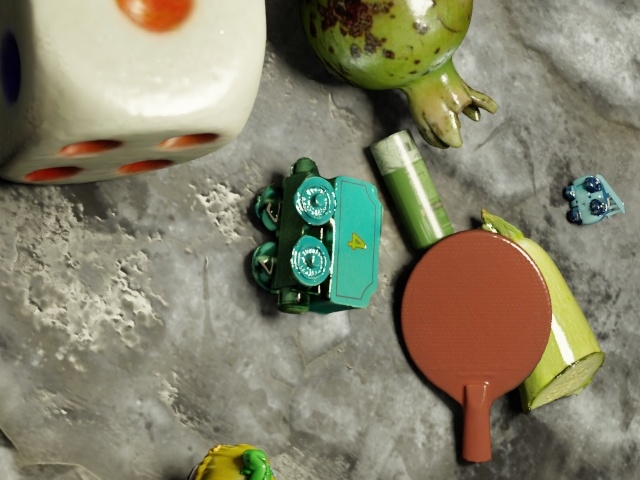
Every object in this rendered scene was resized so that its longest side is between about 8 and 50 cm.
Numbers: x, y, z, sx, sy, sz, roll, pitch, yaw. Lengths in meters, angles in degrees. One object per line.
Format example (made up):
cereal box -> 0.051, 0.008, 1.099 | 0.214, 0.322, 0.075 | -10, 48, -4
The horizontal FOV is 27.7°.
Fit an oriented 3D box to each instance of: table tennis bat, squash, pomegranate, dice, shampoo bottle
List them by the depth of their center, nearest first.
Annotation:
dice -> -0.240, -0.238, 1.435 | 0.276, 0.304, 0.304 | -7, 84, -31
pomegranate -> 0.103, -0.273, 1.694 | 0.242, 0.242, 0.306 | -54, 131, -26
table tennis bat -> 0.206, 0.139, 1.718 | 0.200, 0.038, 0.310 | 0, 97, 5
shampoo bottle -> 0.135, -0.047, 1.749 | 0.065, 0.065, 0.205 | -26, 93, -30
squash -> 0.304, 0.083, 1.783 | 0.137, 0.137, 0.288 | -12, 84, -30

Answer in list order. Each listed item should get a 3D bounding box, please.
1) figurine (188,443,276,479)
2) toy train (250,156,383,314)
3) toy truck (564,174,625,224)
figurine -> -0.106, 0.295, 1.492 | 0.094, 0.156, 0.115 | 32, 64, -21
toy train -> 0.000, 0.000, 1.643 | 0.154, 0.107, 0.198 | 14, 74, -34
toy truck -> 0.409, -0.058, 1.912 | 0.090, 0.056, 0.073 | 2, 73, -42
